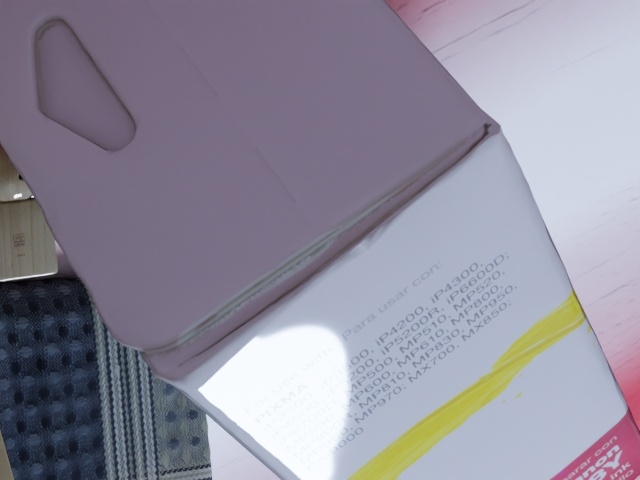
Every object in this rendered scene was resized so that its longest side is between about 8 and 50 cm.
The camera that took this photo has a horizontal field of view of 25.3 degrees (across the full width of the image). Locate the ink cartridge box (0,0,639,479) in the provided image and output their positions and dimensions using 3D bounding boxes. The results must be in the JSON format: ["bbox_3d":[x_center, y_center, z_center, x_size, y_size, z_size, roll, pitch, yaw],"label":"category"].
[{"bbox_3d":[0.000,0.000,0.725,0.160,0.279,0.384,-37,146,0],"label":"ink cartridge box"}]

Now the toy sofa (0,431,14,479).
[{"bbox_3d":[-0.199,0.069,0.557,0.177,0.362,0.150,-29,148,10],"label":"toy sofa"}]

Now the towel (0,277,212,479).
[{"bbox_3d":[-0.194,0.186,0.823,0.312,0.056,0.324,-4,90,-43],"label":"towel"}]

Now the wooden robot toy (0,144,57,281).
[{"bbox_3d":[-0.180,-0.018,0.759,0.173,0.076,0.079,-8,101,-36],"label":"wooden robot toy"}]
